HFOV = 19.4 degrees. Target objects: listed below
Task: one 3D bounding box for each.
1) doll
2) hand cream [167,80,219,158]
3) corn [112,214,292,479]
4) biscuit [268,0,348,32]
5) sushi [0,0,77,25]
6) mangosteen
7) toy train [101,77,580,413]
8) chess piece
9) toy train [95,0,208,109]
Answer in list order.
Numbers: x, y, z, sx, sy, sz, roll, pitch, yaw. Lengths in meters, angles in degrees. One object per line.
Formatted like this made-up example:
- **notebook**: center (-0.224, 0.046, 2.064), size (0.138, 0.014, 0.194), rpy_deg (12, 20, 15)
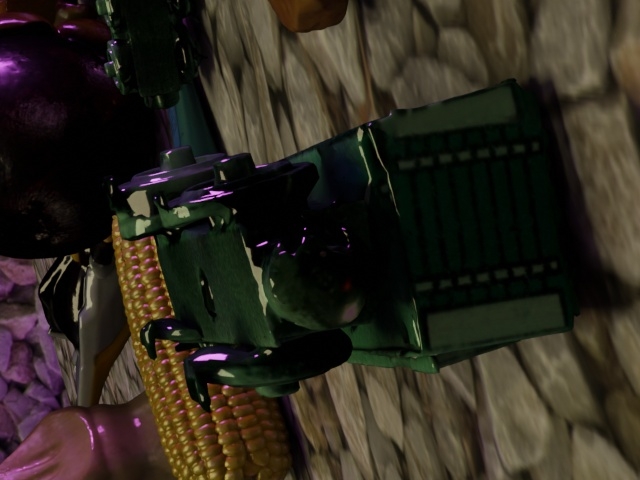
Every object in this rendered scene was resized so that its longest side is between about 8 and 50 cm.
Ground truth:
- **doll**: center (-0.227, 0.024, 1.868), size (0.145, 0.103, 0.316), rpy_deg (45, 143, 35)
- **hand cream**: center (-0.094, -0.068, 1.367), size (0.083, 0.048, 0.224), rpy_deg (98, 159, -58)
- **corn**: center (-0.092, 0.080, 1.398), size (0.093, 0.093, 0.244), rpy_deg (107, 146, -67)
- **biscuit**: center (-0.034, -0.238, 0.884), size (0.376, 0.051, 0.269), rpy_deg (-126, 21, -58)
- **sushi**: center (-0.279, -0.209, 1.748), size (0.140, 0.149, 0.287), rpy_deg (25, -140, -60)
- **mangosteen**: center (-0.238, -0.106, 1.609), size (0.211, 0.211, 0.250), rpy_deg (96, -177, -57)
- **toy train**: center (0.000, 0.000, 0.791), size (0.269, 0.154, 0.115), rpy_deg (168, 86, -77)
- **chess piece**: center (-0.205, 0.198, 1.548), size (0.137, 0.301, 0.137), rpy_deg (162, 90, -78)
- **toy train**: center (-0.126, -0.179, 1.301), size (0.111, 0.071, 0.170), rpy_deg (-113, 13, -61)
